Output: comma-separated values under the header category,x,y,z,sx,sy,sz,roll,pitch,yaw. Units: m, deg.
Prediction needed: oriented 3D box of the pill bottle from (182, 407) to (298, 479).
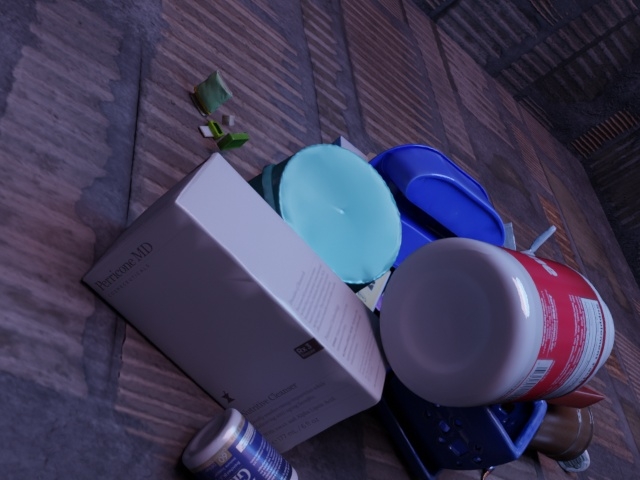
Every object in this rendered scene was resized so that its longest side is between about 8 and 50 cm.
category,x,y,z,sx,sy,sz,roll,pitch,yaw
pill bottle,-0.089,0.307,0.914,0.169,0.094,0.094,48,31,-11

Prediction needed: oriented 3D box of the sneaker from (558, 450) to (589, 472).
category,x,y,z,sx,sy,sz,roll,pitch,yaw
sneaker,0.582,0.447,1.739,0.232,0.090,0.115,65,24,-1

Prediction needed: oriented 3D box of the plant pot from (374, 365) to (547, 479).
category,x,y,z,sx,sy,sz,roll,pitch,yaw
plant pot,0.239,0.284,1.280,0.235,0.212,0.236,59,30,6

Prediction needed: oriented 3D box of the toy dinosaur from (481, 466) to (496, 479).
category,x,y,z,sx,sy,sz,roll,pitch,yaw
toy dinosaur,0.345,0.457,1.449,0.082,0.047,0.090,30,71,-50

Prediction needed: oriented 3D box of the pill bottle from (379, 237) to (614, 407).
category,x,y,z,sx,sy,sz,roll,pitch,yaw
pill bottle,0.293,0.131,1.075,0.408,0.229,0.228,12,51,-49

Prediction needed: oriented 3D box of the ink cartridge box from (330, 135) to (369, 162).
category,x,y,z,sx,sy,sz,roll,pitch,yaw
ink cartridge box,0.030,-0.151,1.506,0.089,0.122,0.052,36,32,-30

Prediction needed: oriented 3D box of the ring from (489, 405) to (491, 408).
category,x,y,z,sx,sy,sz,roll,pitch,yaw
ring,0.287,0.250,1.560,0.337,0.032,0.336,36,35,-30

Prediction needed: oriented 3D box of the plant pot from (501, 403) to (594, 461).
category,x,y,z,sx,sy,sz,roll,pitch,yaw
plant pot,0.494,0.402,1.583,0.165,0.167,0.166,20,45,-35

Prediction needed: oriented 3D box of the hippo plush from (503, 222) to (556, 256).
category,x,y,z,sx,sy,sz,roll,pitch,yaw
hippo plush,0.430,0.131,1.728,0.236,0.235,0.294,90,4,-72

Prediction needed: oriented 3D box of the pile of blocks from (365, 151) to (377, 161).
category,x,y,z,sx,sy,sz,roll,pitch,yaw
pile of blocks,0.206,-0.043,1.689,0.362,0.149,0.112,45,74,1

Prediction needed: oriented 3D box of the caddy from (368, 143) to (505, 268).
category,x,y,z,sx,sy,sz,roll,pitch,yaw
caddy,0.226,-0.052,1.502,0.341,0.241,0.179,34,17,-26

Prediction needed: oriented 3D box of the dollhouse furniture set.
category,x,y,z,sx,sy,sz,roll,pitch,yaw
dollhouse furniture set,-0.198,-0.240,1.320,0.151,0.076,0.059,60,30,7

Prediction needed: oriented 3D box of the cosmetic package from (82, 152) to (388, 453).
category,x,y,z,sx,sy,sz,roll,pitch,yaw
cosmetic package,-0.103,0.095,0.989,0.385,0.217,0.156,44,32,-16

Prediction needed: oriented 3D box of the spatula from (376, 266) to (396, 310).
category,x,y,z,sx,sy,sz,roll,pitch,yaw
spatula,0.158,0.089,1.536,0.084,0.030,0.296,48,31,-14

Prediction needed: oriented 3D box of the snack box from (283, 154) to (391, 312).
category,x,y,z,sx,sy,sz,roll,pitch,yaw
snack box,0.000,0.000,1.374,0.322,0.060,0.187,50,31,-9

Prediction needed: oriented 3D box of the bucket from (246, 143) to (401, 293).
category,x,y,z,sx,sy,sz,roll,pitch,yaw
bucket,-0.015,-0.016,1.175,0.281,0.183,0.281,15,62,-30

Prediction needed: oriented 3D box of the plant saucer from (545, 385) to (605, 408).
category,x,y,z,sx,sy,sz,roll,pitch,yaw
plant saucer,0.423,0.284,1.499,0.259,0.047,0.259,17,4,-37
